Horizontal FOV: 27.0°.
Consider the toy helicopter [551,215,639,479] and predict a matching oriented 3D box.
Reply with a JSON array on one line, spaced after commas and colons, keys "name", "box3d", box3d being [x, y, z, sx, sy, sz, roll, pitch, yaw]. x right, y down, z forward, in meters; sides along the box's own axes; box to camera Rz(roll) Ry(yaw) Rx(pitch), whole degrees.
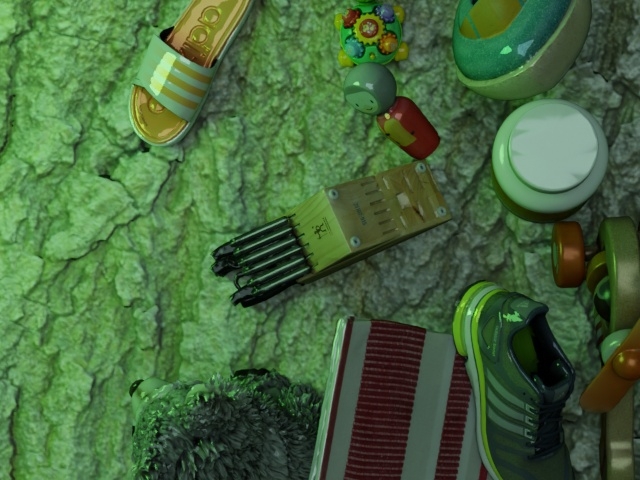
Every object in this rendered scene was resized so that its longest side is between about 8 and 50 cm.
[{"name": "toy helicopter", "box3d": [0.364, 0.148, 1.606, 0.140, 0.235, 0.355, -3, 105, 2]}]

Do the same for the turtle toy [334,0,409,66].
[{"name": "turtle toy", "box3d": [0.063, -0.285, 1.742, 0.095, 0.066, 0.130, -7, 85, 6]}]

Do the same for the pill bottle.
[{"name": "pill bottle", "box3d": [0.275, -0.097, 1.614, 0.136, 0.245, 0.136, 0, 86, 7]}]

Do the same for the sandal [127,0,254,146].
[{"name": "sandal", "box3d": [-0.179, -0.253, 1.762, 0.102, 0.076, 0.265, 28, 90, 8]}]

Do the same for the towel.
[{"name": "towel", "box3d": [0.137, 0.227, 1.619, 0.329, 0.037, 0.237, 12, 85, -32]}]

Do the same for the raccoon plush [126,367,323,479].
[{"name": "raccoon plush", "box3d": [-0.026, 0.285, 1.595, 0.446, 0.299, 0.216, 19, 88, 7]}]

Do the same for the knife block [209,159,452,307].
[{"name": "knife block", "box3d": [0.000, 0.000, 1.732, 0.275, 0.242, 0.088, -19, 83, -40]}]

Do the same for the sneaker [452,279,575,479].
[{"name": "sneaker", "box3d": [0.248, 0.195, 1.593, 0.111, 0.121, 0.300, -28, 107, -27]}]

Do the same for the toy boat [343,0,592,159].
[{"name": "toy boat", "box3d": [0.183, -0.237, 1.643, 0.318, 0.267, 0.148, -39, 115, 18]}]
